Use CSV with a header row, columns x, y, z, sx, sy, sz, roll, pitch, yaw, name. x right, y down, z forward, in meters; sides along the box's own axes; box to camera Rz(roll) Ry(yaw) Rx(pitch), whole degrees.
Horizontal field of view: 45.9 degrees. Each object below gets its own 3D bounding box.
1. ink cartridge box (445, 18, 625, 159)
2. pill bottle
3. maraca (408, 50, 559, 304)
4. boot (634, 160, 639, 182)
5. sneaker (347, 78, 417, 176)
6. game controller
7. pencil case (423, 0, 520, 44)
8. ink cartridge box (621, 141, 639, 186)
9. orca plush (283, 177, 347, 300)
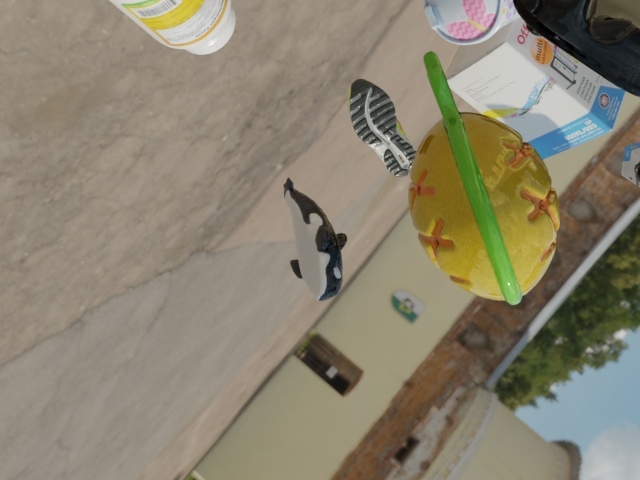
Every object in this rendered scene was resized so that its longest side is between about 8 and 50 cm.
x,y,z,sx,sy,sz,roll,pitch,yaw,name
0.358,-0.283,1.238,0.168,0.232,0.171,-24,-144,62,ink cartridge box
-0.204,-0.346,1.036,0.136,0.136,0.245,-51,165,3,pill bottle
0.108,-0.044,0.535,0.099,0.186,0.127,-19,167,10,maraca
0.443,-0.132,0.933,0.161,0.246,0.083,-38,165,-16,boot
0.102,-0.209,1.361,0.081,0.208,0.094,-29,-143,6,sneaker
0.291,-0.258,0.731,0.067,0.166,0.319,-42,-169,50,game controller
0.247,-0.355,1.024,0.273,0.124,0.113,-40,123,-43,pencil case
0.460,-0.098,1.057,0.028,0.083,0.048,-16,123,-11,ink cartridge box
0.000,0.000,1.581,0.102,0.287,0.151,1,128,-30,orca plush
